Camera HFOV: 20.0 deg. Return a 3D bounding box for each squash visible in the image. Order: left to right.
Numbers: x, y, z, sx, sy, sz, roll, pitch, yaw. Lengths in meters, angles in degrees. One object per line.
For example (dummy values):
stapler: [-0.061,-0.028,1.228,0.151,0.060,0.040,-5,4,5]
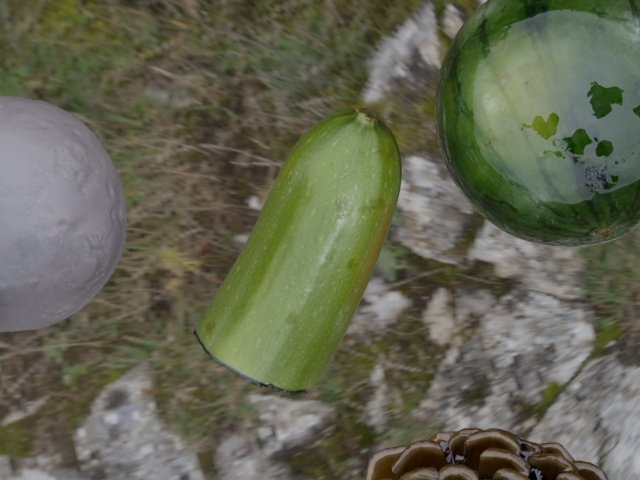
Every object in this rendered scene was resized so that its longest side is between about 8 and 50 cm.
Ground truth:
squash: [0.000,0.000,1.185,0.095,0.095,0.188,33,109,12]

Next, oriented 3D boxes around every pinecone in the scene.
pinecone: [0.091,0.193,1.070,0.186,0.212,0.168,-21,59,23]

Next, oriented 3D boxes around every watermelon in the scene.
watermelon: [0.219,-0.115,1.591,0.242,0.242,0.242,0,89,13]

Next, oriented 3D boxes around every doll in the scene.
doll: [-0.223,0.008,1.021,0.151,0.287,0.151,9,110,24]
